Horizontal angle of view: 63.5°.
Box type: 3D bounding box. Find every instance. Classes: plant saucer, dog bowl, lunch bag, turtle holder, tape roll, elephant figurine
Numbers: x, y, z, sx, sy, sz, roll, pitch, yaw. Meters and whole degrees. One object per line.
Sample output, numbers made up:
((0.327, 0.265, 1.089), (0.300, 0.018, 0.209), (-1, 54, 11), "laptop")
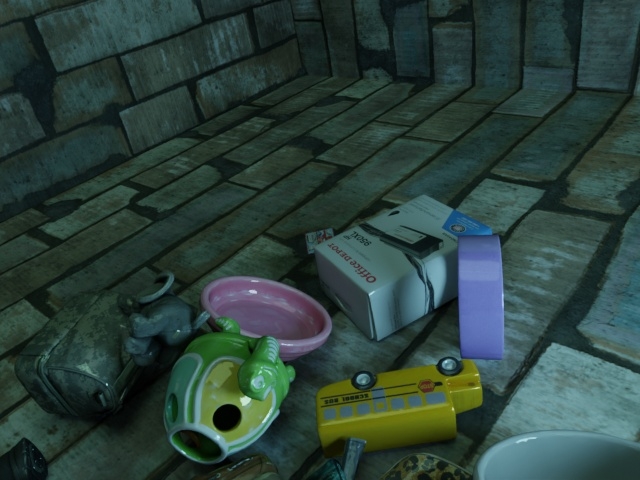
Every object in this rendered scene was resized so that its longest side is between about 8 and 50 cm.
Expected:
((-0.139, 0.196, 1.284), (0.331, 0.084, 0.332), (16, 17, -5), "plant saucer")
((0.384, 0.391, 0.755), (0.348, 0.102, 0.349), (-7, 5, 1), "dog bowl")
((-0.534, 0.276, 1.271), (0.255, 0.213, 0.305), (-6, 31, 21), "lunch bag")
((-0.175, 0.316, 1.047), (0.320, 0.243, 0.227), (-12, 31, 29), "turtle holder")
((0.354, 0.125, 1.154), (0.090, 0.275, 0.275), (-1, 34, 17), "tape roll")
((-0.368, 0.154, 1.181), (0.185, 0.170, 0.239), (8, 30, -21), "elephant figurine")

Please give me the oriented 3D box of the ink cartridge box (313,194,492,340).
((0.221, 0.058, 1.404), (0.394, 0.166, 0.285), (-25, 34, -19), "ink cartridge box")

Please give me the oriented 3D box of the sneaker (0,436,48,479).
((-0.622, 0.530, 1.034), (0.130, 0.109, 0.286), (-31, 27, -16), "sneaker")

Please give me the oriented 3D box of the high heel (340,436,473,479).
((0.145, 0.466, 0.900), (0.261, 0.093, 0.186), (7, 53, 16), "high heel")

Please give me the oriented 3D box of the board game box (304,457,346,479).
((-0.023, 0.481, 0.884), (0.186, 0.026, 0.126), (-41, 33, 6), "board game box")

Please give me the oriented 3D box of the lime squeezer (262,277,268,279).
((-0.185, 0.202, 1.441), (0.109, 0.059, 0.310), (13, 25, -20), "lime squeezer")

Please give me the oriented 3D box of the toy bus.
((0.161, 0.337, 1.046), (0.332, 0.108, 0.130), (-10, 33, 3), "toy bus")

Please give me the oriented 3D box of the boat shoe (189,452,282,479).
((-0.218, 0.495, 0.945), (0.307, 0.111, 0.104), (-16, 26, -22), "boat shoe")

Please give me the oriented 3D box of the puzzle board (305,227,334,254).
((0.000, 0.000, 1.713), (0.096, 0.011, 0.128), (-12, 32, 1), "puzzle board")
